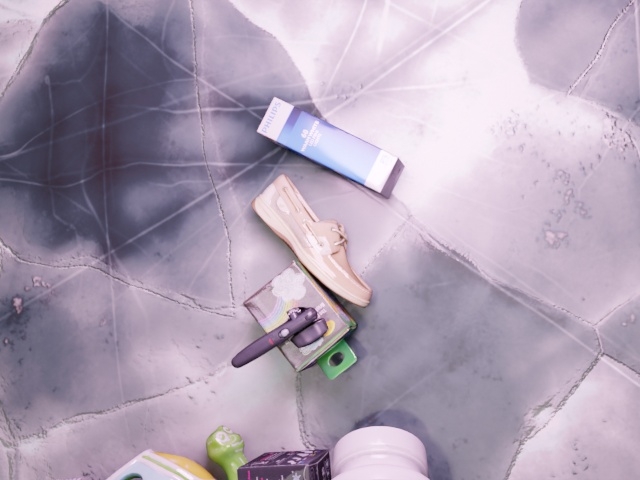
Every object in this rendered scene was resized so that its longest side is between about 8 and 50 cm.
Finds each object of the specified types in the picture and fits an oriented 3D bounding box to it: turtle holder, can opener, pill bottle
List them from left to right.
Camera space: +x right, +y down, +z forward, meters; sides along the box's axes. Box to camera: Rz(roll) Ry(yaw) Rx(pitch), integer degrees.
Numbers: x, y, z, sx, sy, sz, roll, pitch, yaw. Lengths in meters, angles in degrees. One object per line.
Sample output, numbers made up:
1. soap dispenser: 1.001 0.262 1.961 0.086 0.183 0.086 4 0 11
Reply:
1. turtle holder: -0.276 0.494 1.639 0.320 0.243 0.227 -41 80 7
2. can opener: -0.079 0.175 1.580 0.186 0.059 0.073 -29 83 7
3. pill bottle: 0.103 0.529 1.485 0.229 0.229 0.408 -9 42 10

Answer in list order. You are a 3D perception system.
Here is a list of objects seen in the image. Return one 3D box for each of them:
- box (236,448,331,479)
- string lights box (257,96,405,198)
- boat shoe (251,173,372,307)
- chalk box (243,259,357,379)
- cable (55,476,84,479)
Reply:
1. box: -0.058 0.523 1.637 0.142 0.163 0.247 -5 86 14
2. string lights box: 0.023 -0.173 1.677 0.259 0.133 0.077 27 93 11
3. boat shoe: 0.000 0.000 1.688 0.098 0.109 0.302 -46 75 6
4. chalk box: -0.019 0.159 1.669 0.132 0.132 0.213 -40 82 5
5. cable: -0.458 0.573 1.668 0.089 0.257 0.257 -17 76 -3
